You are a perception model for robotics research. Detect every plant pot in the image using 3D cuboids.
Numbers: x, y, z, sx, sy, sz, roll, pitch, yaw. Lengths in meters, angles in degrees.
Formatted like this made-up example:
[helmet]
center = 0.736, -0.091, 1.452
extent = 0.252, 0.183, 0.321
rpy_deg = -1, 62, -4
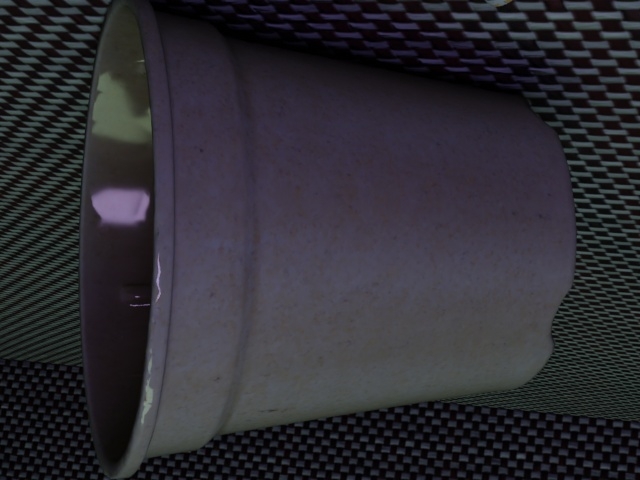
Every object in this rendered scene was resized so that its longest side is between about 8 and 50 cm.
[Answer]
[plant pot]
center = 0.000, 0.000, 1.019
extent = 0.305, 0.334, 0.334
rpy_deg = 2, 169, -17

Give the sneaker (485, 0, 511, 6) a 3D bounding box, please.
[sneaker]
center = 0.108, -0.164, 0.814
extent = 0.037, 0.032, 0.083
rpy_deg = 26, 158, -11
